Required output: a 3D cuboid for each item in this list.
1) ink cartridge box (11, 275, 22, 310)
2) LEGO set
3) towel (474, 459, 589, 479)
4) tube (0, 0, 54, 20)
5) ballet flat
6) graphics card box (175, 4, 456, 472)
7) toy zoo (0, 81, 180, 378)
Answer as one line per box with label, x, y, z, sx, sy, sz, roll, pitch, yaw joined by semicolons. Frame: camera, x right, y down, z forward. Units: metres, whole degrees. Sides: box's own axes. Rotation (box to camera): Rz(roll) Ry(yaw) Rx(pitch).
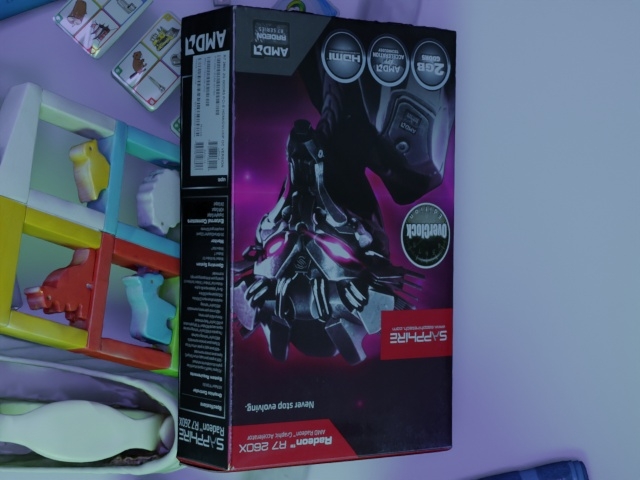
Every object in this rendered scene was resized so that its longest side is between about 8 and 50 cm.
ink cartridge box;-0.298;-0.052;1.175;0.066;0.189;0.232;-14;92;-18
LEGO set;-0.090;-0.211;1.238;0.182;0.060;0.244;42;74;-10
towel;0.185;0.239;1.277;0.119;0.029;0.067;-11;90;-2
tube;-0.271;-0.230;1.249;0.207;0.052;0.080;-25;102;-8
ballet flat;-0.289;0.143;1.206;0.400;0.139;0.139;3;90;-2
graphics card box;0.000;0.000;1.189;0.232;0.094;0.371;1;89;-34
toy zoo;-0.175;-0.003;1.142;0.293;0.030;0.192;21;68;-45
